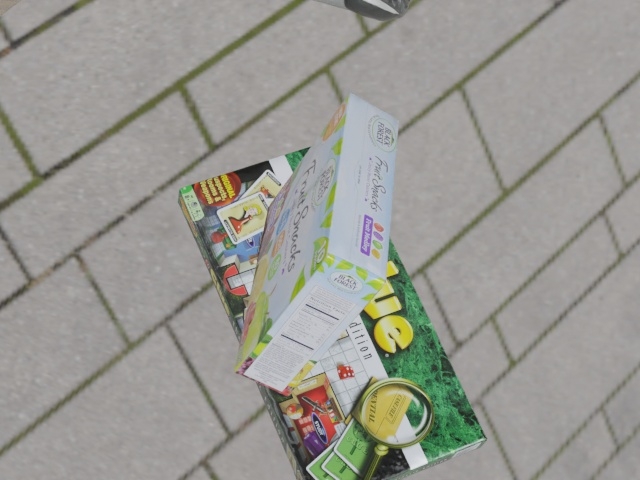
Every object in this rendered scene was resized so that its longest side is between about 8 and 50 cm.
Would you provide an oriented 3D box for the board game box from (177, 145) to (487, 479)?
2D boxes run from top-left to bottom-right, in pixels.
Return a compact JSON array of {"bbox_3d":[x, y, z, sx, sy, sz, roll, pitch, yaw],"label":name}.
[{"bbox_3d":[0.005,0.055,0.932,0.136,0.030,0.259,-19,69,-18],"label":"board game box"}]

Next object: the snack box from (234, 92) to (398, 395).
[{"bbox_3d":[0.000,0.000,0.692,0.037,0.100,0.141,27,38,-16],"label":"snack box"}]

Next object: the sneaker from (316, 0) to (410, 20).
[{"bbox_3d":[-0.052,-0.234,0.948,0.271,0.108,0.100,22,52,-21],"label":"sneaker"}]

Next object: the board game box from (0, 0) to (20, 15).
[{"bbox_3d":[-0.402,-0.232,0.811,0.356,0.356,0.356,-37,103,0],"label":"board game box"}]
